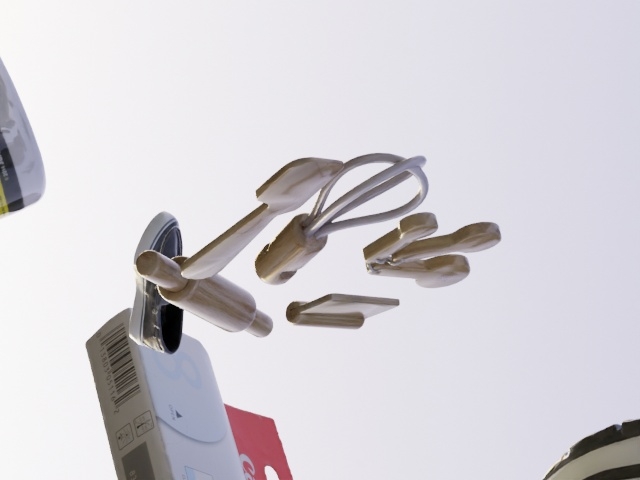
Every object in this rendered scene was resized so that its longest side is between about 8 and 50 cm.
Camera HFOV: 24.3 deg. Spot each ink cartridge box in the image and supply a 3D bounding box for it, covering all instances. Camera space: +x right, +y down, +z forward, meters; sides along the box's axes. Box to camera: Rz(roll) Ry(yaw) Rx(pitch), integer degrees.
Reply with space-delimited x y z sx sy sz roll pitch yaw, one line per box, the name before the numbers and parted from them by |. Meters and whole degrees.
ink cartridge box | -0.113 0.282 1.889 0.091 0.385 0.308 -38 -130 21

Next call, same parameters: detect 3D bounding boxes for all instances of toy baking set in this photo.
toy baking set | -0.006 0.003 0.881 0.197 0.256 0.030 -22 -114 21

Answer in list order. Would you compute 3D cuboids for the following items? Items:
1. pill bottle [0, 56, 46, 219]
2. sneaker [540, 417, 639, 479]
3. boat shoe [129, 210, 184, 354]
pill bottle | -0.435 -0.060 1.345 0.334 0.187 0.188 -23 -163 -17
sneaker | 0.296 0.243 0.957 0.447 0.169 0.257 -29 -129 52
boat shoe | -0.128 0.037 1.236 0.049 0.040 0.142 -44 155 -44
